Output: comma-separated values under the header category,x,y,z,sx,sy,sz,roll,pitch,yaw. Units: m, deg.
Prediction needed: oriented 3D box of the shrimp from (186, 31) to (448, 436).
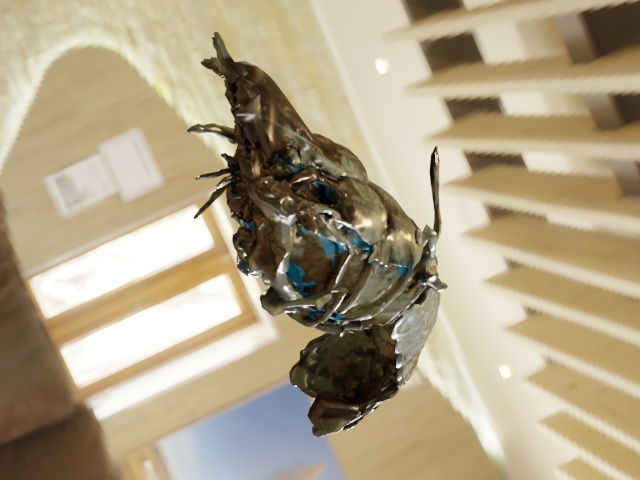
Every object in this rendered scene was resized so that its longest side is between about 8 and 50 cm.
category,x,y,z,sx,sy,sz,roll,pitch,yaw
shrimp,0.004,-0.002,0.472,0.082,0.076,0.174,58,-6,33
